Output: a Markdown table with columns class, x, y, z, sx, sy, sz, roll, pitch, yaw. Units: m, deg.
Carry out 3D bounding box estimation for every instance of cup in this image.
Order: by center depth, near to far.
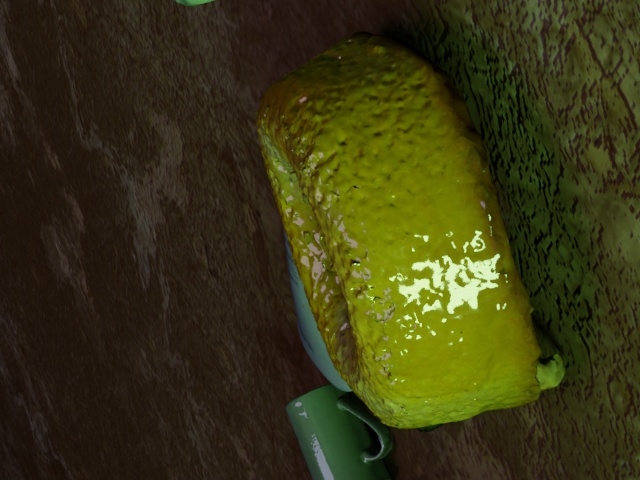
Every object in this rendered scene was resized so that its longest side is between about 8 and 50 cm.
| class | x | y | z | sx | sy | sz | roll | pitch | yaw |
| --- | --- | --- | --- | --- | --- | --- | --- | --- | --- |
| cup | 0.014 | 0.147 | 1.434 | 0.083 | 0.054 | 0.075 | 65 | 161 | 14 |

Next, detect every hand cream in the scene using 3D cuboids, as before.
| class | x | y | z | sx | sy | sz | roll | pitch | yaw |
| --- | --- | --- | --- | --- | --- | --- | --- | --- | --- |
| hand cream | 0.000 | 0.000 | 1.332 | 0.255 | 0.048 | 0.079 | 86 | 159 | -45 |

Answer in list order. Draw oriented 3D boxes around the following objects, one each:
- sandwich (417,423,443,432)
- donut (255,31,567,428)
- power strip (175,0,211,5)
| class | x | y | z | sx | sy | sz | roll | pitch | yaw |
| --- | --- | --- | --- | --- | --- | --- | --- | --- | --- |
| sandwich | 0.056 | 0.083 | 1.304 | 0.101 | 0.026 | 0.069 | 39 | 141 | 48 |
| donut | 0.046 | -0.004 | 1.131 | 0.253 | 0.118 | 0.253 | 159 | 90 | -85 |
| power strip | -0.050 | -0.222 | 1.094 | 0.224 | 0.139 | 0.140 | 39 | 144 | 53 |
